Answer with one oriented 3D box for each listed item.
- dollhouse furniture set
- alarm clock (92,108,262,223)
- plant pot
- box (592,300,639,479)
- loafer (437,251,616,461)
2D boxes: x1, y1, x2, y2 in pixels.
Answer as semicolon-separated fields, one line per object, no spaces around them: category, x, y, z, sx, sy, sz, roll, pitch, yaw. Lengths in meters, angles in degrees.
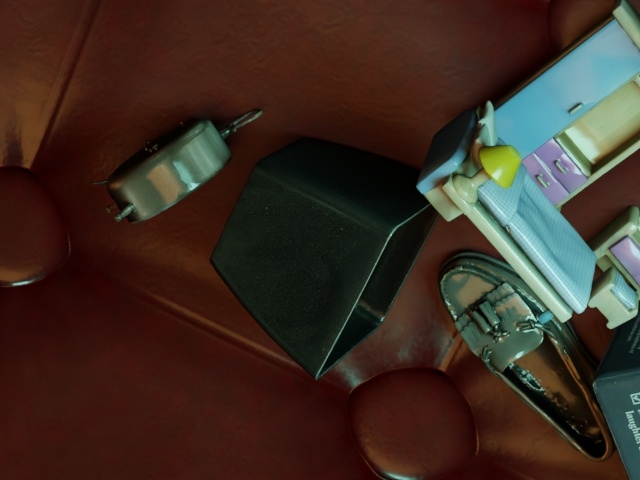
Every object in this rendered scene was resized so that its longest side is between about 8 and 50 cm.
dollhouse furniture set;0.270;-0.046;1.820;0.198;0.303;0.286;-38;100;24
alarm clock;-0.143;-0.086;1.998;0.192;0.129;0.064;-32;101;-7
plant pot;0.000;0.000;1.974;0.167;0.187;0.188;32;115;13
box;0.512;0.178;1.882;0.395;0.212;0.293;-14;108;27
loafer;0.225;0.122;2.018;0.267;0.084;0.096;45;114;-8
